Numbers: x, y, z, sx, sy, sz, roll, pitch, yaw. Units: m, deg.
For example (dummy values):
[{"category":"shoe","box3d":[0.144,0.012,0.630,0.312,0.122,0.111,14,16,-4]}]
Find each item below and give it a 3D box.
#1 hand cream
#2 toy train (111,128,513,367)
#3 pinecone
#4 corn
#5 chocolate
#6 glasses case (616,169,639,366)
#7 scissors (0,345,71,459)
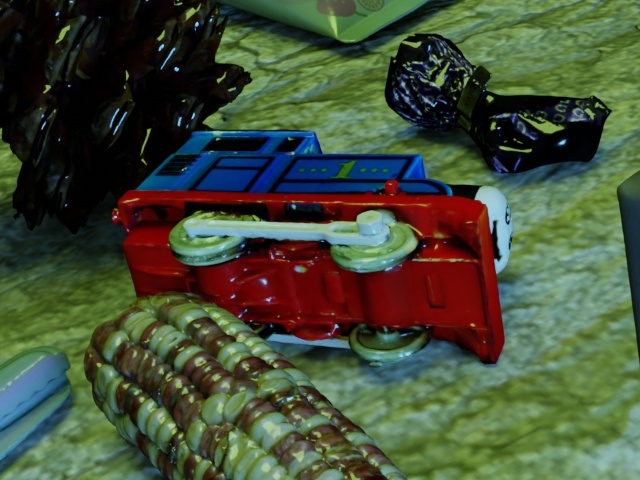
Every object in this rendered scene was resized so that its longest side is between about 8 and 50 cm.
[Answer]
[{"category":"hand cream","box3d":[-0.037,-0.233,1.110,0.306,0.093,0.147,26,47,36]},{"category":"toy train","box3d":[0.000,0.000,0.671,0.204,0.083,0.131,3,30,24]},{"category":"pinecone","box3d":[-0.145,-0.104,0.793,0.221,0.221,0.221,-9,29,5]},{"category":"corn","box3d":[-0.024,0.091,0.534,0.079,0.079,0.237,-25,35,-22]},{"category":"chocolate","box3d":[0.104,-0.084,0.801,0.072,0.070,0.147,-52,39,-10]},{"category":"glasses case","box3d":[0.137,0.065,0.393,0.042,0.191,0.072,-26,28,-25]},{"category":"scissors","box3d":[-0.211,0.126,0.580,0.125,0.030,0.256,17,42,39]}]
